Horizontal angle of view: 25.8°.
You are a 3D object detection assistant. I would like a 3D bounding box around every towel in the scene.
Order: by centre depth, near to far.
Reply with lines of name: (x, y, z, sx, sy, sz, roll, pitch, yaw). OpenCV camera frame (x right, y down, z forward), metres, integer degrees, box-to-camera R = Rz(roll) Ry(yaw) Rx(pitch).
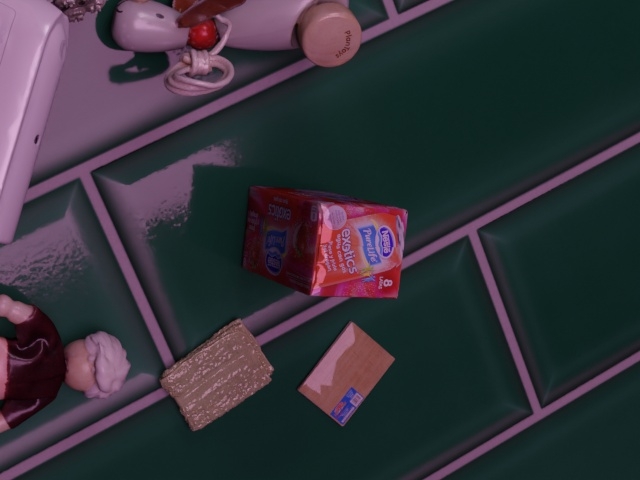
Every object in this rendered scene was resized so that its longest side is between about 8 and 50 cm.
towel: (-0.144, 0.189, 1.962, 0.148, 0.027, 0.110, -36, 111, -16)

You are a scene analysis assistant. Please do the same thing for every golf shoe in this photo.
golf shoe: (-0.365, -0.313, 1.777, 0.176, 0.069, 0.086, -15, 66, -9)

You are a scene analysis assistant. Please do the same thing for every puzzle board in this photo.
puzzle board: (0.038, 0.195, 2.051, 0.096, 0.011, 0.128, 42, 82, -25)

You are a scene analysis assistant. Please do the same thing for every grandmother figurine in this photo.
grandmother figurine: (-0.411, 0.161, 1.808, 0.342, 0.104, 0.207, 2, 125, -27)

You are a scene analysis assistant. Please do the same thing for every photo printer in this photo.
photo printer: (-0.449, -0.173, 1.672, 0.256, 0.107, 0.307, 15, 87, 7)

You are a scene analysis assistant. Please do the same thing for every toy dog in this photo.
toy dog: (-0.093, -0.321, 1.820, 0.334, 0.220, 0.161, -16, 127, -30)

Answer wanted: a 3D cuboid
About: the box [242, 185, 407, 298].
box: (0.000, 0.000, 1.867, 0.128, 0.257, 0.122, 3, 96, -24)
